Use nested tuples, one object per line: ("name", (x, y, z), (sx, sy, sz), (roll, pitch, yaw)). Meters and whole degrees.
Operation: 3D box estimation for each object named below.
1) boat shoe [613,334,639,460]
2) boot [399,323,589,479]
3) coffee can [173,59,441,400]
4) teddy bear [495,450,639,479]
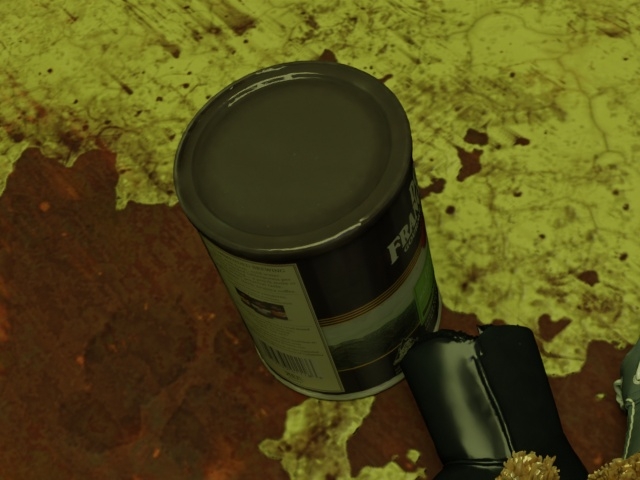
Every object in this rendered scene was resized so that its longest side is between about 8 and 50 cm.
("boat shoe", (0.321, 0.133, 0.939), (0.099, 0.116, 0.320), (-6, 52, 54))
("boot", (0.108, 0.191, 0.931), (0.246, 0.094, 0.207), (-17, 58, -7))
("coffee can", (0.000, 0.000, 0.976), (0.201, 0.275, 0.202), (-6, 56, 9))
("teddy bear", (0.203, 0.274, 0.804), (0.245, 0.113, 0.338), (38, 87, -9))
